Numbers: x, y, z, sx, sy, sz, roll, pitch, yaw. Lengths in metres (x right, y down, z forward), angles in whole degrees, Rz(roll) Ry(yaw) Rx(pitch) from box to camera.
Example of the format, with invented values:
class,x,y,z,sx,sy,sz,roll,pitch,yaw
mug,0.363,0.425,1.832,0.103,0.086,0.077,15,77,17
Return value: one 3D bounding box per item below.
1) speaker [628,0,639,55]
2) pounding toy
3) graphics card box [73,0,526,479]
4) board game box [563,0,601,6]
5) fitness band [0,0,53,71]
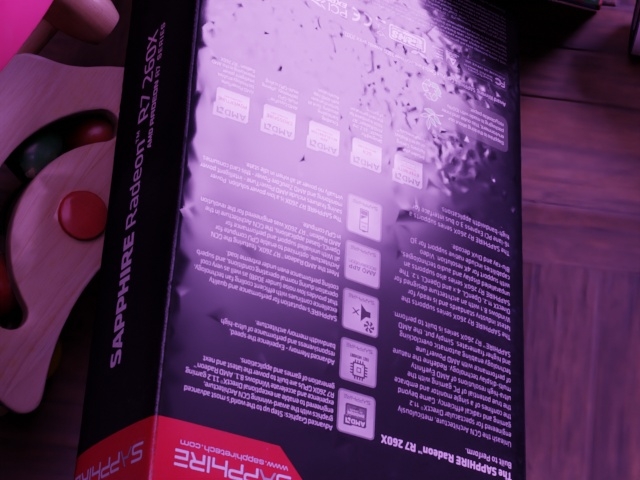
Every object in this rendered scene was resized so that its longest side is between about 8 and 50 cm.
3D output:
class,x,y,z,sx,sy,sz,roll,pitch,yaw
speaker,0.272,-0.135,1.019,0.136,0.055,0.055,11,63,6
pounding toy,-0.157,-0.023,0.949,0.154,0.155,0.270,27,72,-19
graphics card box,0.000,0.000,0.867,0.232,0.094,0.371,18,60,-29
board game box,0.045,-0.196,1.005,0.281,0.145,0.027,16,99,7
fitness band,-0.215,-0.167,0.949,0.054,0.209,0.291,40,51,-29
